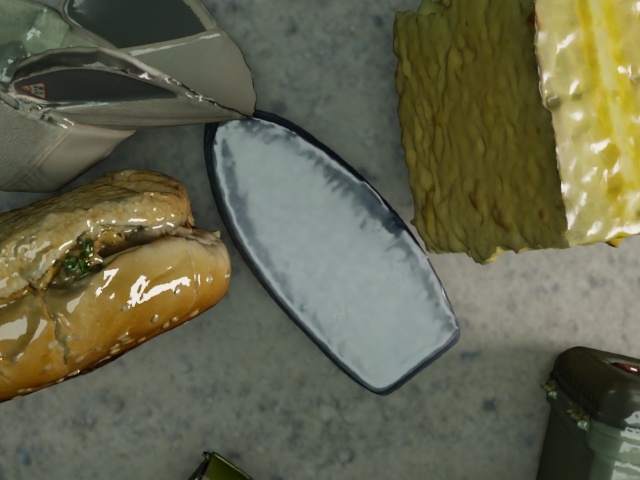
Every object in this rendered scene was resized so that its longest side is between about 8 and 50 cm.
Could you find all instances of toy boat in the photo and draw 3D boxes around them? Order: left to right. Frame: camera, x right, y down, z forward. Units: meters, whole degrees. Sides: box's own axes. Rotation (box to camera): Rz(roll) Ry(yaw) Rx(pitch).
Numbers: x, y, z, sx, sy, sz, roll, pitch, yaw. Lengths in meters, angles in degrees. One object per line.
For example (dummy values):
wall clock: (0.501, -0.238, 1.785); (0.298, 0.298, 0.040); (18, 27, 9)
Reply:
toy boat: (0.000, 0.000, 1.020); (0.127, 0.078, 0.283); (-39, 92, 4)

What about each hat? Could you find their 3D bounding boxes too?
hat: (-0.187, -0.120, 0.965); (0.275, 0.232, 0.161); (1, 122, -1)

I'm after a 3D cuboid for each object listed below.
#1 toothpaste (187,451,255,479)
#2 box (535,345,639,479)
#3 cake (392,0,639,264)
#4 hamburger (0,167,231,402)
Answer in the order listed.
toothpaste: (0.013, 0.304, 1.010); (0.327, 0.110, 0.077); (36, 93, -1)
box: (0.249, 0.166, 0.959); (0.148, 0.210, 0.129); (14, 95, -1)
cake: (0.228, -0.111, 0.934); (0.286, 0.222, 0.227); (-8, 92, -22)
hamburger: (-0.211, 0.041, 0.938); (0.286, 0.243, 0.146); (-19, 94, 6)
